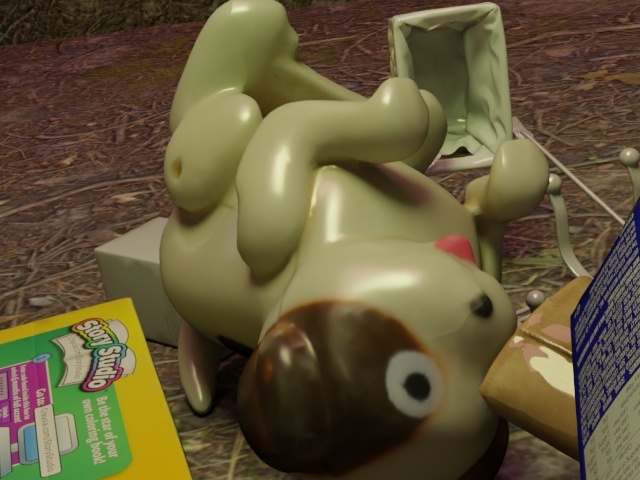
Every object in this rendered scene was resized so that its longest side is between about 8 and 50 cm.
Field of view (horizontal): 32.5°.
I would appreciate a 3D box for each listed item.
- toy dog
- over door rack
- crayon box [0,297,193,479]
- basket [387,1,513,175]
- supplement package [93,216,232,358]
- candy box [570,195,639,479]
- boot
[{"bbox_3d":[0.002,0.036,0.899,0.395,0.284,0.408,-48,35,10],"label":"toy dog"},{"bbox_3d":[0.208,-0.041,1.159,0.239,0.108,0.324,-18,38,-26],"label":"over door rack"},{"bbox_3d":[-0.274,0.194,0.910,0.313,0.106,0.363,-14,23,-12],"label":"crayon box"},{"bbox_3d":[0.132,-0.163,1.158,0.113,0.167,0.103,-9,15,-3],"label":"basket"},{"bbox_3d":[-0.145,0.047,1.207,0.179,0.105,0.105,10,30,40],"label":"supplement package"},{"bbox_3d":[0.271,0.144,0.520,0.268,0.122,0.317,10,47,-3],"label":"candy box"},{"bbox_3d":[0.211,0.155,0.682,0.269,0.089,0.236,31,49,34],"label":"boot"}]
